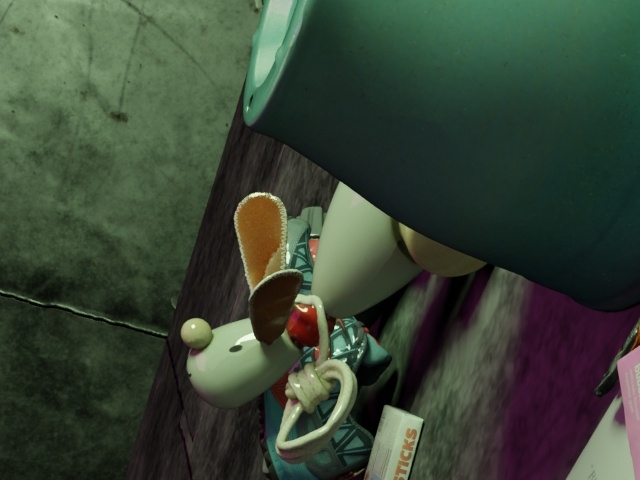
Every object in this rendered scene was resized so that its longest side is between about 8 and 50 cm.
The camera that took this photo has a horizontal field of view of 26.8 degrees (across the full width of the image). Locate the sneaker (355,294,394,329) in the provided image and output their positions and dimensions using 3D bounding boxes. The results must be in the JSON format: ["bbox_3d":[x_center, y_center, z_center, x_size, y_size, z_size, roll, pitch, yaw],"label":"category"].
[{"bbox_3d":[0.058,0.007,1.269,0.121,0.079,0.217,-118,42,-66],"label":"sneaker"}]

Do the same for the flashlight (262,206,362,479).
[{"bbox_3d":[-0.010,0.108,1.391,0.103,0.103,0.304,122,161,-49],"label":"flashlight"}]

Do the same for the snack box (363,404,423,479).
[{"bbox_3d":[0.048,0.233,1.154,0.064,0.022,0.178,-176,102,-77],"label":"snack box"}]

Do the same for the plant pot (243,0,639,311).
[{"bbox_3d":[0.096,-0.118,0.830,0.271,0.255,0.271,-165,90,-78],"label":"plant pot"}]

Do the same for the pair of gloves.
[{"bbox_3d":[0.179,0.049,0.744,0.083,0.010,0.074,-41,-21,-53],"label":"pair of gloves"}]

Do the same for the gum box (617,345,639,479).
[{"bbox_3d":[0.182,0.114,0.522,0.107,0.062,0.188,129,145,-52],"label":"gum box"}]

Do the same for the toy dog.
[{"bbox_3d":[0.000,0.000,1.116,0.333,0.161,0.220,-48,24,-5],"label":"toy dog"}]

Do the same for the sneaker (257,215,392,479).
[{"bbox_3d":[0.004,0.102,1.263,0.104,0.125,0.261,78,-173,-71],"label":"sneaker"}]

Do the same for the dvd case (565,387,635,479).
[{"bbox_3d":[0.193,0.100,0.662,0.180,0.022,0.253,-93,22,-58],"label":"dvd case"}]
